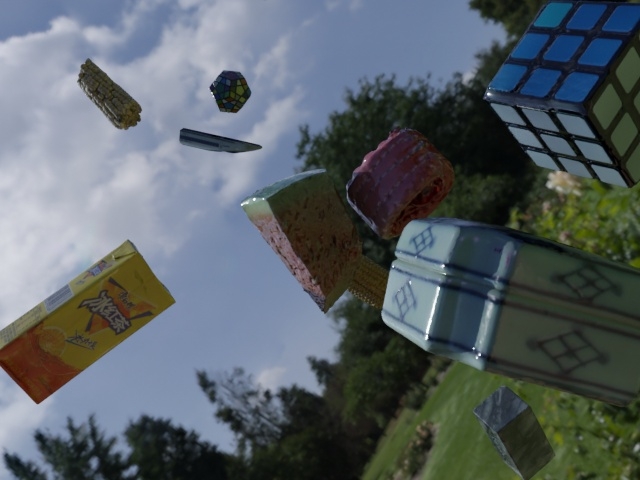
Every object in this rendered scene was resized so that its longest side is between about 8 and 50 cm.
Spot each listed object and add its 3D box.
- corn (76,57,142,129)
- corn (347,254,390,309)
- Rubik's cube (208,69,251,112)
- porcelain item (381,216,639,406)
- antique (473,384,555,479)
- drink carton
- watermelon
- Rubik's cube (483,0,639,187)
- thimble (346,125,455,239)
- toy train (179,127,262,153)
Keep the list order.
[{"bbox_3d":[-0.531,-0.359,1.970,0.087,0.211,0.087,-47,-5,-6],"label":"corn"},{"bbox_3d":[0.093,0.082,1.903,0.097,0.261,0.097,-54,9,12],"label":"corn"},{"bbox_3d":[-0.272,-0.448,2.408,0.133,0.133,0.112,106,167,-57],"label":"Rubik's cube"},{"bbox_3d":[0.235,0.071,0.942,0.286,0.281,0.157,-161,85,-79],"label":"porcelain item"},{"bbox_3d":[0.391,0.390,1.597,0.086,0.183,0.088,-37,31,-8],"label":"antique"},{"bbox_3d":[-0.493,0.167,1.668,0.351,0.155,0.111,-37,28,-11],"label":"drink carton"},{"bbox_3d":[0.000,0.000,1.421,0.192,0.257,0.139,-28,12,-29],"label":"watermelon"},{"bbox_3d":[0.329,-0.183,0.978,0.163,0.160,0.162,39,-99,-38],"label":"Rubik's cube"},{"bbox_3d":[0.147,-0.102,1.474,0.189,0.125,0.163,-49,-23,21],"label":"thimble"},{"bbox_3d":[-0.273,-0.263,2.195,0.055,0.251,0.048,-4,-73,-65],"label":"toy train"}]
